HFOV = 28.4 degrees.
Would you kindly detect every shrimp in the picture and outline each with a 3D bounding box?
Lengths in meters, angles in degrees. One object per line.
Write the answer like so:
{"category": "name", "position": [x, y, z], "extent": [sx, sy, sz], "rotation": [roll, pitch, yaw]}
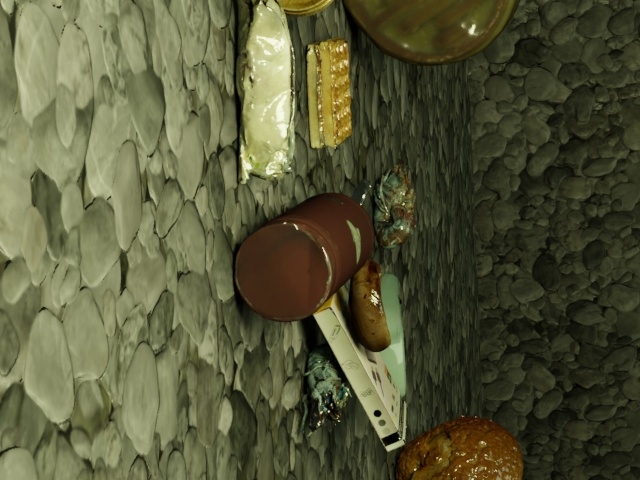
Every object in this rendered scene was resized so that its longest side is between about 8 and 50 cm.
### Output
{"category": "shrimp", "position": [-0.002, 0.193, 1.702], "extent": [0.076, 0.082, 0.174], "rotation": [40, 24, -17]}
{"category": "shrimp", "position": [0.130, -0.079, 2.203], "extent": [0.090, 0.079, 0.232], "rotation": [33, 45, -28]}

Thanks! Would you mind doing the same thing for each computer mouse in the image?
{"category": "computer mouse", "position": [0.082, 0.152, 1.949], "extent": [0.288, 0.097, 0.159], "rotation": [-86, 170, -72]}

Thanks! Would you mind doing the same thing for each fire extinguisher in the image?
{"category": "fire extinguisher", "position": [0.000, 0.000, 1.534], "extent": [0.135, 0.114, 0.337], "rotation": [-61, 174, 14]}

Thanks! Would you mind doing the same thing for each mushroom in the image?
{"category": "mushroom", "position": [0.062, 0.086, 1.656], "extent": [0.123, 0.052, 0.123], "rotation": [171, -90, -89]}

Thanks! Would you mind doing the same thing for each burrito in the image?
{"category": "burrito", "position": [-0.064, -0.177, 1.400], "extent": [0.058, 0.063, 0.229], "rotation": [-7, 100, -48]}

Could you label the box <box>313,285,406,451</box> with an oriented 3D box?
{"category": "box", "position": [0.052, 0.156, 1.720], "extent": [0.247, 0.033, 0.129], "rotation": [62, 13, -14]}

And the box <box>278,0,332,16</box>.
{"category": "box", "position": [-0.025, -0.312, 1.465], "extent": [0.037, 0.106, 0.105], "rotation": [22, 69, -83]}

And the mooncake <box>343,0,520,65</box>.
{"category": "mooncake", "position": [0.174, -0.413, 1.942], "extent": [0.155, 0.285, 0.284], "rotation": [-52, 140, -68]}

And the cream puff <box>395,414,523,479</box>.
{"category": "cream puff", "position": [0.242, 0.463, 2.364], "extent": [0.303, 0.212, 0.303], "rotation": [-58, -167, 21]}

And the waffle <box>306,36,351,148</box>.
{"category": "waffle", "position": [0.012, -0.207, 1.760], "extent": [0.102, 0.042, 0.148], "rotation": [-44, 132, -70]}
